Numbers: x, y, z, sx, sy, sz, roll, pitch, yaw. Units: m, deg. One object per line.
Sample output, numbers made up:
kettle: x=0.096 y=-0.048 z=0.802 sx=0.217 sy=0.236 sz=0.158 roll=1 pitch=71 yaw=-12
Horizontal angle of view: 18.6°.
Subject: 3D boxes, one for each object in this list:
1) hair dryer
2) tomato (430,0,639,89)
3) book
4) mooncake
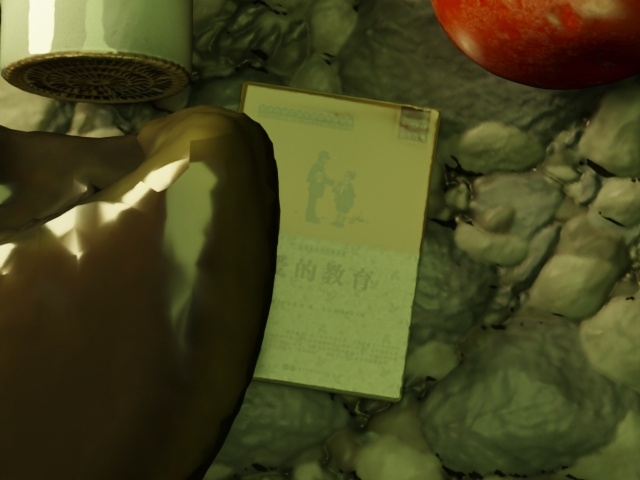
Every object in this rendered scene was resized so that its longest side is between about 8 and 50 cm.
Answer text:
hair dryer: x=-0.249 y=-0.168 z=1.105 sx=0.357 sy=0.107 sz=0.173 roll=-1 pitch=78 yaw=4
tomato: x=0.151 y=-0.170 z=1.079 sx=0.151 sy=0.187 sz=0.187 roll=32 pitch=80 yaw=-21
book: x=0.000 y=0.000 z=1.122 sx=0.118 sy=0.012 sz=0.172 roll=8 pitch=80 yaw=-2
mooncake: x=-0.225 y=0.012 z=0.991 sx=0.393 sy=0.246 sz=0.394 roll=-38 pitch=84 yaw=1
